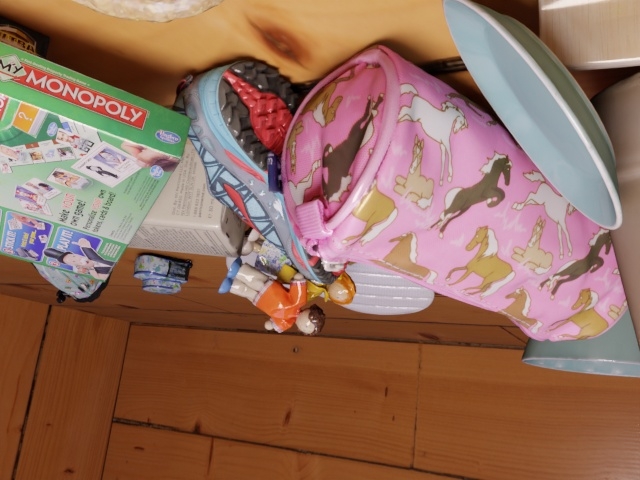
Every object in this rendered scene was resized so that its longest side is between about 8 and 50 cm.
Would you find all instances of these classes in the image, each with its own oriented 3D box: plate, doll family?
[{"bbox_3d":[0.144,-0.089,0.412,0.024,0.188,0.188,-35,153,11],"label":"plate"},{"bbox_3d":[0.000,0.000,0.766,0.163,0.118,0.263,28,123,0],"label":"doll family"}]

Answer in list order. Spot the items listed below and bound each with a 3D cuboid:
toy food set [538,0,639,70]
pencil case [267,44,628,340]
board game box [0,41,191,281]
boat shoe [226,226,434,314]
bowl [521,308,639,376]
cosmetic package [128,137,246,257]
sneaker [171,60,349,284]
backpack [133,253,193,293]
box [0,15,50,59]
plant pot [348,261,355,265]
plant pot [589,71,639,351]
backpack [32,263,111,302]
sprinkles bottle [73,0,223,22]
[{"bbox_3d":[0.182,-0.148,0.231,0.220,0.092,0.306,0,169,24],"label":"toy food set"},{"bbox_3d":[0.144,-0.018,0.578,0.386,0.160,0.167,21,128,-35],"label":"pencil case"},{"bbox_3d":[-0.272,-0.056,0.586,0.213,0.046,0.317,20,150,-22],"label":"board game box"},{"bbox_3d":[0.020,0.024,0.997,0.335,0.119,0.121,12,134,9],"label":"boat shoe"},{"bbox_3d":[0.552,0.167,1.198,0.312,0.163,0.311,7,166,2],"label":"bowl"},{"bbox_3d":[-0.253,-0.060,0.775,0.309,0.113,0.160,7,166,2],"label":"cosmetic package"},{"bbox_3d":[-0.049,-0.063,0.623,0.125,0.104,0.262,8,140,41],"label":"sneaker"},{"bbox_3d":[-0.369,0.078,1.435,0.114,0.084,0.105,19,160,-31],"label":"backpack"},{"bbox_3d":[-0.369,-0.160,0.554,0.175,0.051,0.220,19,161,-39],"label":"box"},{"bbox_3d":[0.046,-0.021,0.867,0.083,0.081,0.081,-21,151,40],"label":"plant pot"},{"bbox_3d":[0.345,0.037,0.421,0.323,0.280,0.323,2,178,0],"label":"plant pot"},{"bbox_3d":[-0.474,0.026,1.201,0.115,0.152,0.182,-1,152,10],"label":"backpack"},{"bbox_3d":[-0.037,-0.190,0.136,0.121,0.121,0.355,10,166,-14],"label":"sprinkles bottle"}]
